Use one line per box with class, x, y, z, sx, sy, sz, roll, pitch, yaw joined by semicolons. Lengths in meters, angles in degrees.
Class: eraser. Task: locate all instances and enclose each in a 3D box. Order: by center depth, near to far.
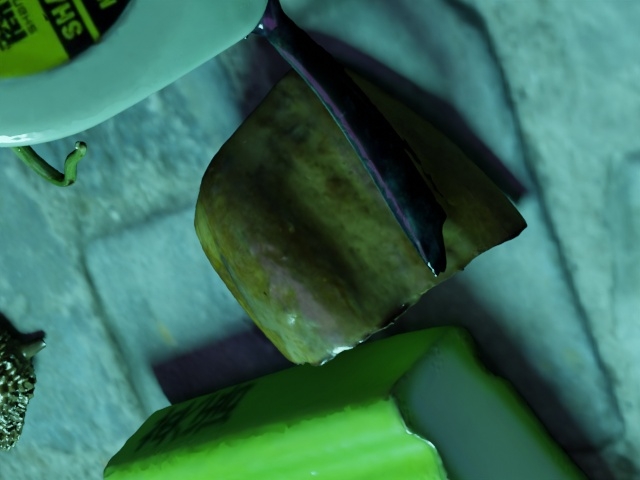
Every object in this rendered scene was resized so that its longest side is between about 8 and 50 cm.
eraser;0.027;0.165;1.072;0.274;0.092;0.210;-24;108;48

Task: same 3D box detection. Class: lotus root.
lotus root;-0.001;-0.004;0.943;0.135;0.095;0.159;46;134;0

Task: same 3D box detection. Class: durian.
durian;-0.231;0.097;1.226;0.140;0.071;0.110;-26;107;42

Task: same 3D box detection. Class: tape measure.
tape measure;-0.103;-0.094;0.854;0.351;0.215;0.098;61;176;-17

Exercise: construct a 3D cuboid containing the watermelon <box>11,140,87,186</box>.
watermelon;-0.186;-0.098;0.961;0.141;0.140;0.187;-2;126;39
